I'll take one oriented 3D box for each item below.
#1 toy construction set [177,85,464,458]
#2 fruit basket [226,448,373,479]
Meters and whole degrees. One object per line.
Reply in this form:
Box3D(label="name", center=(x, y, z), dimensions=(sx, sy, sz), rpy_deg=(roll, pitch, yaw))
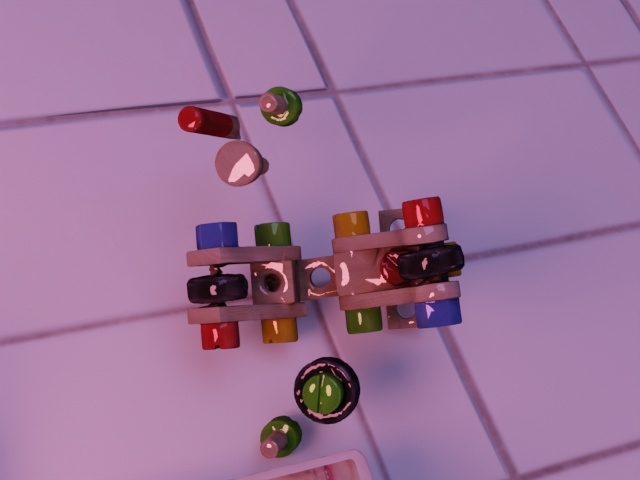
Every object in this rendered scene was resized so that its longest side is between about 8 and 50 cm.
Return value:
Box3D(label="toy construction set", center=(0.000, 0.000, 1.071), dimensions=(0.309, 0.257, 0.237), rpy_deg=(58, 13, 5))
Box3D(label="fruit basket", center=(-0.088, 0.331, 0.815), dimensions=(0.353, 0.165, 0.327), rpy_deg=(-6, 58, -19))
